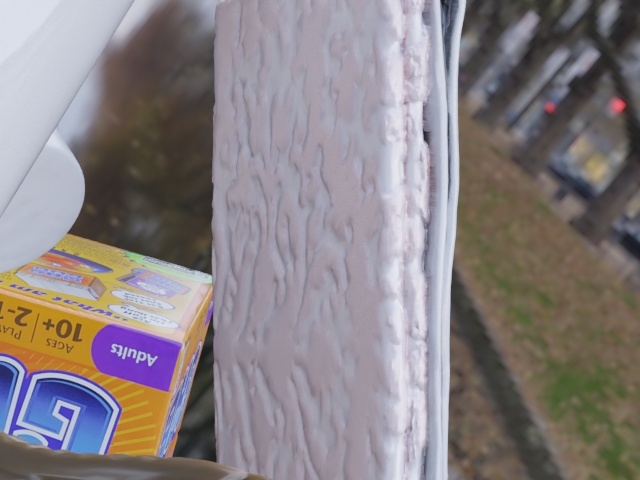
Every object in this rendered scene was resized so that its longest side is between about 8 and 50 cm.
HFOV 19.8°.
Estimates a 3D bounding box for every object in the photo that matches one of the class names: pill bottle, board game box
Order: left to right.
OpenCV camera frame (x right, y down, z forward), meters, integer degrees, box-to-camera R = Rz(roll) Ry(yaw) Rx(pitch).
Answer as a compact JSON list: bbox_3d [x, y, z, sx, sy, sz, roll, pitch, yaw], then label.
[{"bbox_3d":[-0.234,-0.087,1.125,0.121,0.121,0.221,31,18,-51],"label":"pill bottle"},{"bbox_3d":[-0.330,0.184,1.826,0.356,0.356,0.356,16,8,0],"label":"board game box"}]

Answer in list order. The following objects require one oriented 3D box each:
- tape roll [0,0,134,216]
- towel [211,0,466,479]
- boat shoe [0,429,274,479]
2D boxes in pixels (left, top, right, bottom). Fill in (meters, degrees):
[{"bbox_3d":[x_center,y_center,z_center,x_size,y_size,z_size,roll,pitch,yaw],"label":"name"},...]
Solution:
[{"bbox_3d":[-0.220,-0.135,0.880,0.246,0.169,0.246,24,-23,11],"label":"tape roll"},{"bbox_3d":[0.000,0.000,1.111,0.053,0.332,0.317,1,-1,-22],"label":"towel"},{"bbox_3d":[-0.067,0.112,0.434,0.302,0.098,0.109,14,31,35],"label":"boat shoe"}]
